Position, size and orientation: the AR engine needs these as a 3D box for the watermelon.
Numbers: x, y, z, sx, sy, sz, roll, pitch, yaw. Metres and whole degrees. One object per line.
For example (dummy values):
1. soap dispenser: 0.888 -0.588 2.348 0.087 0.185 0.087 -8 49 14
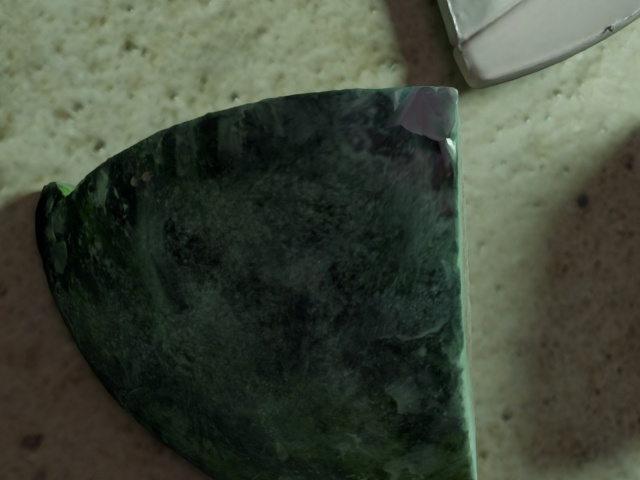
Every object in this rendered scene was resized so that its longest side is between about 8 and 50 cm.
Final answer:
1. watermelon: 0.000 0.000 0.849 0.320 0.289 0.214 38 38 10

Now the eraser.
1. eraser: 0.181 -0.218 1.027 0.243 0.059 0.204 -12 78 -15
